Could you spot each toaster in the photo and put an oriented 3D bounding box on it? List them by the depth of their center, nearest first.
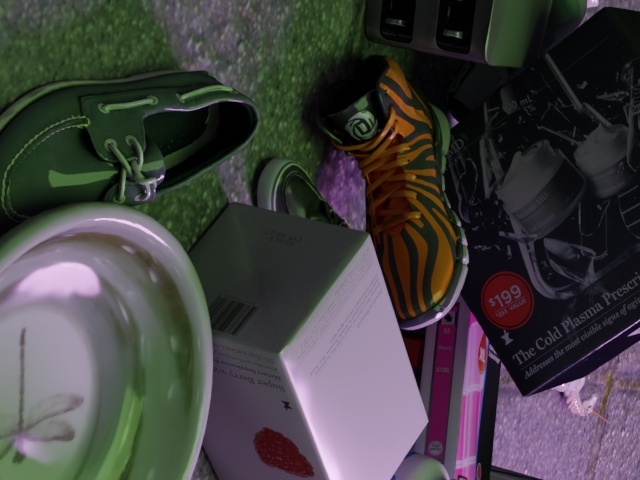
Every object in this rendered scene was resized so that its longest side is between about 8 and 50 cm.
[{"bbox_3d":[0.162,-0.265,1.825,0.185,0.168,0.110,-7,109,-56],"label":"toaster"}]

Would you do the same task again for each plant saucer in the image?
[{"bbox_3d":[-0.249,0.155,1.382,0.400,0.100,0.400,-30,127,-50],"label":"plant saucer"}]

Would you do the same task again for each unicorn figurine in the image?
[{"bbox_3d":[0.393,0.213,2.478,0.162,0.060,0.111,16,88,-42],"label":"unicorn figurine"}]

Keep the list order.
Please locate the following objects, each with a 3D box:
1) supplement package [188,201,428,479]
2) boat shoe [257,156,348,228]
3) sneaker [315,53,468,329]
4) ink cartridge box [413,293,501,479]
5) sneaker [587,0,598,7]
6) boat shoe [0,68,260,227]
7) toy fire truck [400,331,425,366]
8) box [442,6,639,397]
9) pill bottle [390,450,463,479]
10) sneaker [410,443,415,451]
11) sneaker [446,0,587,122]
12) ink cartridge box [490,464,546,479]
[{"bbox_3d":[-0.029,0.136,1.654,0.175,0.177,0.293,-53,141,-33],"label":"supplement package"},{"bbox_3d":[0.000,0.000,1.746,0.080,0.076,0.228,-55,142,-32],"label":"boat shoe"},{"bbox_3d":[0.065,-0.066,1.743,0.180,0.124,0.321,44,31,-45],"label":"sneaker"},{"bbox_3d":[0.180,0.147,2.016,0.176,0.069,0.371,34,58,-65],"label":"ink cartridge box"},{"bbox_3d":[0.369,-0.387,2.120,0.305,0.152,0.114,-52,138,-37],"label":"sneaker"},{"bbox_3d":[-0.175,-0.084,1.414,0.319,0.099,0.116,-27,125,-51],"label":"boat shoe"},{"bbox_3d":[0.079,0.091,1.932,0.192,0.047,0.135,-7,107,-57],"label":"toy fire truck"},{"bbox_3d":[0.314,-0.043,1.856,0.343,0.312,0.179,-39,163,28],"label":"box"},{"bbox_3d":[0.072,0.296,1.831,0.124,0.221,0.124,-27,124,-51],"label":"pill bottle"},{"bbox_3d":[0.088,0.345,2.013,0.092,0.087,0.229,-9,101,-53],"label":"sneaker"},{"bbox_3d":[0.233,-0.226,1.934,0.151,0.094,0.256,-54,176,-27],"label":"sneaker"},{"bbox_3d":[0.282,0.357,2.115,0.261,0.296,0.066,16,87,-58],"label":"ink cartridge box"}]
